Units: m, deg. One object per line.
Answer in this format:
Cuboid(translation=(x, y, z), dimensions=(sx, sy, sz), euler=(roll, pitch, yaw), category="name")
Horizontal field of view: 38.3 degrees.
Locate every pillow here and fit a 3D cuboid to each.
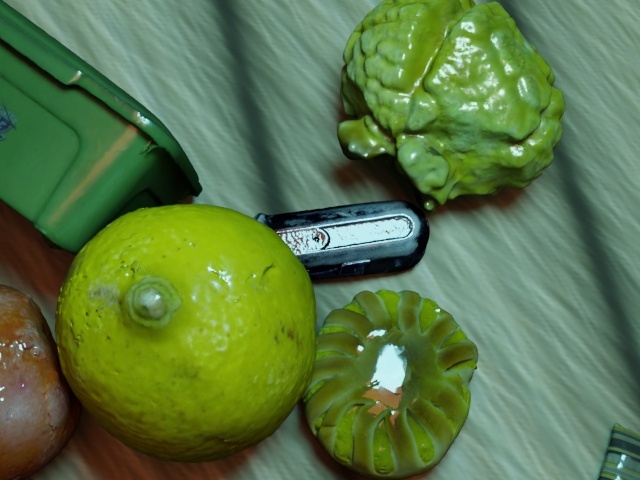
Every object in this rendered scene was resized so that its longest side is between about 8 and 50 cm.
Cuboid(translation=(0.352, 0.318, 1.029), dimensions=(0.113, 0.038, 0.203), euler=(23, 70, 2), category="pillow")

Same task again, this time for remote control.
Cuboid(translation=(0.000, 0.000, 1.079), dimensions=(0.266, 0.066, 0.090), euler=(-6, 68, -9), category="remote control")

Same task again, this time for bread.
Cuboid(translation=(0.076, 0.153, 1.019), dimensions=(0.213, 0.105, 0.213), euler=(1, 71, -3), category="bread")

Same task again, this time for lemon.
Cuboid(translation=(-0.128, 0.088, 0.913), dimensions=(0.258, 0.310, 0.258), euler=(-3, 73, 10), category="lemon")

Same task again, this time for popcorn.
Cuboid(translation=(0.146, -0.165, 1.075), dimensions=(0.270, 0.224, 0.258), euler=(-5, 79, -15), category="popcorn")

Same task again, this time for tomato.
Cuboid(translation=(-0.347, 0.147, 0.915), dimensions=(0.184, 0.208, 0.208), euler=(-25, 76, -9), category="tomato")

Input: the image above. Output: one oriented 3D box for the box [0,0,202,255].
Cuboid(translation=(-0.309, -0.115, 0.997), dimensions=(0.328, 0.253, 0.178), euler=(37, 84, 7), category="box")
